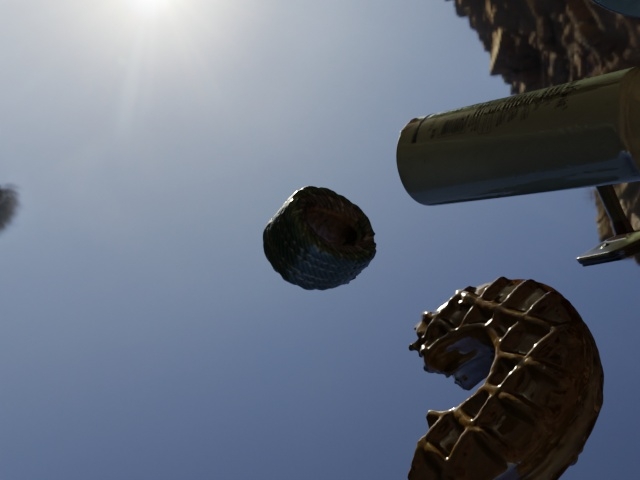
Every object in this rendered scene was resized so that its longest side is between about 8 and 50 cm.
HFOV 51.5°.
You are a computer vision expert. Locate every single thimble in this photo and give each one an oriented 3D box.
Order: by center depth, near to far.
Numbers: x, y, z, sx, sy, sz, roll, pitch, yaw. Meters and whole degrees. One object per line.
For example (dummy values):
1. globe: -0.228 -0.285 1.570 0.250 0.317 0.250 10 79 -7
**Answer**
1. thimble: -0.002 -0.002 0.868 0.135 0.090 0.118 8 -130 -36

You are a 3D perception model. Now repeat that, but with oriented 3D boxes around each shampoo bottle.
1. shampoo bottle: 0.182 -0.080 0.527 0.262 0.085 0.085 -4 -141 49

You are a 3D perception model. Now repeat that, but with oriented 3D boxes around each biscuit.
1. biscuit: 0.237 0.182 0.883 0.268 0.115 0.366 -34 -156 26

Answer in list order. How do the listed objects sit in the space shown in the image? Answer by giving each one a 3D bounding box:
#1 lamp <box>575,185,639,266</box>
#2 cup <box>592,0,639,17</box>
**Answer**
1. lamp: 0.414 -0.092 0.977 0.124 0.283 0.203 -38 -175 -16
2. cup: 0.546 -0.542 1.030 0.310 0.392 0.401 44 -94 7
